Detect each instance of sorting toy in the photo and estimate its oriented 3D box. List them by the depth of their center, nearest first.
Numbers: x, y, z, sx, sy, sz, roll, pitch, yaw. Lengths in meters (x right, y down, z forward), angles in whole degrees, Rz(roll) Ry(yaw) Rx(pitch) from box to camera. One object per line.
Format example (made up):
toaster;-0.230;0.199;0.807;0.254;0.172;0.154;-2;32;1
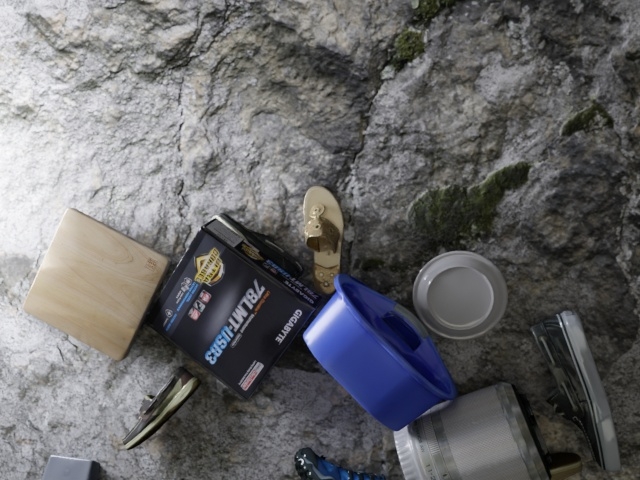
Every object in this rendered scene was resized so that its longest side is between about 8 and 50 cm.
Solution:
sorting toy;-0.489;0.095;1.642;0.257;0.089;0.255;27;96;5

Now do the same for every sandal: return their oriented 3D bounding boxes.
sandal;0.007;-0.001;1.578;0.088;0.079;0.239;-4;92;7

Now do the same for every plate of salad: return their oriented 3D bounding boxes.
plate of salad;0.297;0.116;1.563;0.200;0.048;0.199;2;104;8

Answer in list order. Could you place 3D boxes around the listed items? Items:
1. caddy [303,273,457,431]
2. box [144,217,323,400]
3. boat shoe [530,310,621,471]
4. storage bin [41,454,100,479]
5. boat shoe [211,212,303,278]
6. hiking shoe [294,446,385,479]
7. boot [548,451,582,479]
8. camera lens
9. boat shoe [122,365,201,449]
caddy;0.131;0.215;1.495;0.341;0.241;0.179;45;104;3
box;-0.192;0.151;1.575;0.293;0.073;0.295;38;116;4
boat shoe;0.527;0.317;1.522;0.119;0.121;0.335;-19;80;16
storage bin;-0.571;0.548;1.682;0.135;0.098;0.091;6;66;8
boat shoe;-0.142;0.018;1.609;0.233;0.079;0.084;38;137;8
hiking shoe;0.077;0.550;1.599;0.304;0.113;0.132;39;58;15
boot;0.478;0.554;1.548;0.213;0.077;0.165;-27;89;13
camera lens;0.313;0.426;1.488;0.274;0.219;0.219;-22;90;10
boat shoe;-0.368;0.375;1.650;0.223;0.080;0.073;-44;81;2
